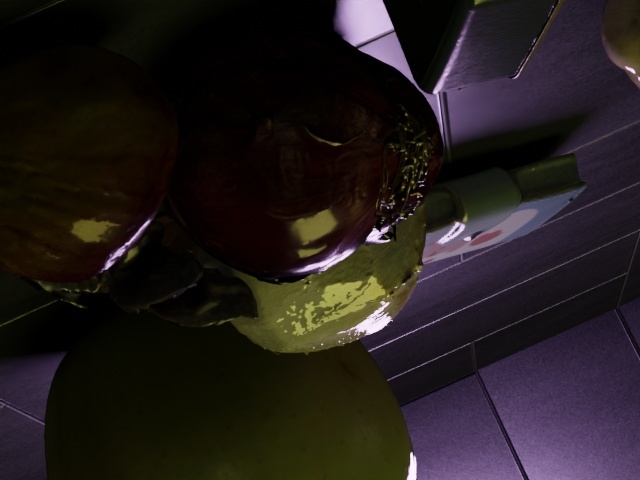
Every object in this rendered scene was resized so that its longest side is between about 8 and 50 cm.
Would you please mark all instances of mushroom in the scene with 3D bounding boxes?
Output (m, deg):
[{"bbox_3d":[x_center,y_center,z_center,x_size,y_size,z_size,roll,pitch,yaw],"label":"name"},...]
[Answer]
[{"bbox_3d":[0.361,-0.211,1.622,0.154,0.154,0.122,-12,-174,-35],"label":"mushroom"}]

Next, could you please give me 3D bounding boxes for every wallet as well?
[{"bbox_3d":[0.158,-0.022,2.073,0.360,0.083,0.252,-16,167,-27],"label":"wallet"}]

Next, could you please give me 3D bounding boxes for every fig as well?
[{"bbox_3d":[-0.256,-0.091,1.220,0.290,0.190,0.190,27,142,-15],"label":"fig"}]

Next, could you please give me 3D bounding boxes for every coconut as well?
[{"bbox_3d":[0.001,0.002,1.675,0.230,0.227,0.227,-27,164,15],"label":"coconut"}]

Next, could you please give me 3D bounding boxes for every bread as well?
[{"bbox_3d":[-0.155,0.013,1.736,0.077,0.070,0.083,-15,165,1],"label":"bread"}]

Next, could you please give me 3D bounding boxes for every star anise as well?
[{"bbox_3d":[-0.189,0.020,1.535,0.212,0.283,0.129,60,52,-68],"label":"star anise"}]

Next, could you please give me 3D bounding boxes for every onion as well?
[{"bbox_3d":[-0.011,-0.081,1.409,0.281,0.221,0.281,-8,-170,1],"label":"onion"}]

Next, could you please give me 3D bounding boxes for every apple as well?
[{"bbox_3d":[-0.120,0.259,1.948,0.474,0.473,0.473,-22,164,-7],"label":"apple"}]

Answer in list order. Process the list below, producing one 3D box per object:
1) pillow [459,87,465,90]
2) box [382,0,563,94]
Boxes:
[{"bbox_3d":[0.200,-0.242,1.387,0.248,0.049,0.135,-41,-166,37],"label":"pillow"},{"bbox_3d":[0.115,-0.215,1.274,0.090,0.144,0.201,-16,164,-13],"label":"box"}]
